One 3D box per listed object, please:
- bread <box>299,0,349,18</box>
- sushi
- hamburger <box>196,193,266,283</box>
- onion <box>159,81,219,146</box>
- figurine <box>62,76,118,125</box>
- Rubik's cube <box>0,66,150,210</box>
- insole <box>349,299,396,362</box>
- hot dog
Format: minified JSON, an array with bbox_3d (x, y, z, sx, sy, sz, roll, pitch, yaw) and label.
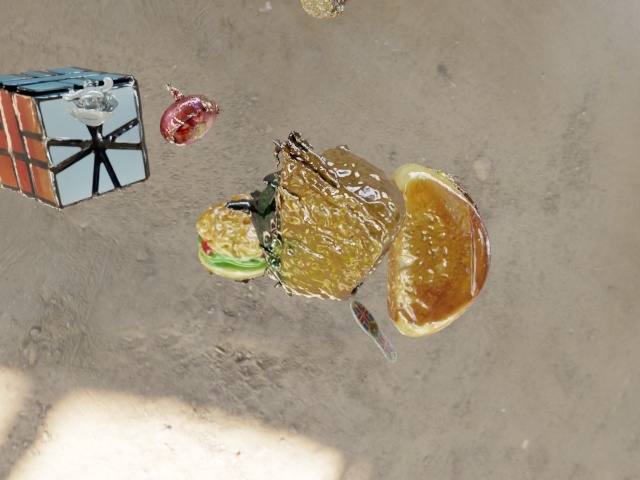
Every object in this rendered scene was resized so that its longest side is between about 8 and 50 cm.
[{"bbox_3d":[0.031,-0.771,1.611,0.123,0.230,0.230,31,79,8],"label":"bread"},{"bbox_3d":[-0.005,-0.016,0.489,0.140,0.287,0.149,39,101,6],"label":"sushi"},{"bbox_3d":[-0.198,-0.024,1.348,0.237,0.237,0.149,-19,135,-25],"label":"hamburger"},{"bbox_3d":[-0.321,-0.305,1.255,0.150,0.150,0.140,-37,87,-20],"label":"onion"},{"bbox_3d":[-0.429,-0.261,1.006,0.094,0.082,0.086,4,76,-14],"label":"figurine"},{"bbox_3d":[-0.641,-0.274,1.374,0.288,0.283,0.293,-32,133,-46],"label":"Rubik's cube"},{"bbox_3d":[0.130,0.219,1.308,0.193,0.006,0.065,54,34,-11],"label":"insole"},{"bbox_3d":[0.276,0.021,1.278,0.223,0.185,0.405,-1,96,1],"label":"hot dog"}]
